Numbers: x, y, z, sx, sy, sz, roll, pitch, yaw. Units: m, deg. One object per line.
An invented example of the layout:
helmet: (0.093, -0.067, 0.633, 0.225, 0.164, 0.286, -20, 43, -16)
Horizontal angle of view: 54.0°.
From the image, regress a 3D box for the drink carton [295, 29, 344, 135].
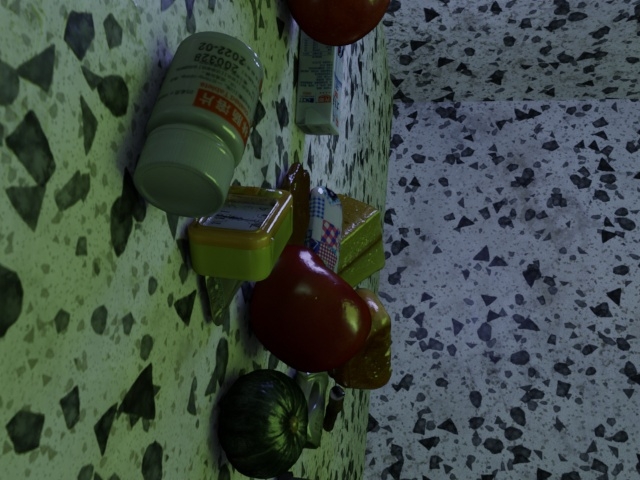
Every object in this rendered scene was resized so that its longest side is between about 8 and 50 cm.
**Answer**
drink carton: (0.003, -0.454, 1.727, 0.130, 0.107, 0.314, 19, 74, -76)

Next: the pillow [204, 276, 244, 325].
pillow: (-0.170, 0.058, 1.181, 0.217, 0.033, 0.130, -66, 153, -60)

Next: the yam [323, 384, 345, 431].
yam: (0.035, 0.475, 1.751, 0.045, 0.045, 0.326, -56, 166, -28)

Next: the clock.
clock: (-0.133, -0.019, 1.088, 0.202, 0.144, 0.096, -68, 163, -59)

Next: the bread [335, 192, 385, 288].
bread: (0.017, 0.044, 1.989, 0.362, 0.245, 0.233, -36, 132, -34)

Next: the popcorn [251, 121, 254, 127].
popcorn: (-0.157, -0.225, 1.151, 0.082, 0.057, 0.083, 75, 23, -49)

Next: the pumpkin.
pumpkin: (-0.111, 0.357, 1.230, 0.212, 0.152, 0.211, -7, 98, -59)

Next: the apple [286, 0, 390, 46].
apple: (0.038, -0.617, 1.532, 0.217, 0.261, 0.260, 12, 79, -54)

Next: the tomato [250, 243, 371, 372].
tomato: (-0.031, 0.161, 1.372, 0.226, 0.299, 0.298, -44, 157, -7)

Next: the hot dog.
hot dog: (0.107, 0.351, 2.058, 0.185, 0.223, 0.405, 52, -22, 42)

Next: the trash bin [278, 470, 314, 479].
trash bin: (0.001, 0.710, 1.557, 0.219, 0.250, 0.219, -73, 154, -49)

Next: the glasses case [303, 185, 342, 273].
glasses case: (0.000, 0.000, 1.780, 0.125, 0.076, 0.327, 27, 60, -40)

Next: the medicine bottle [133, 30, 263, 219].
medicine bottle: (-0.172, -0.167, 0.899, 0.144, 0.145, 0.252, 74, 25, -55)

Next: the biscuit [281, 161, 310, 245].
biscuit: (-0.070, -0.083, 1.597, 0.290, 0.041, 0.208, -76, 163, -47)

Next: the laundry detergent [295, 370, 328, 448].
laundry detergent: (-0.033, 0.431, 1.721, 0.181, 0.091, 0.253, 72, 24, -60)
